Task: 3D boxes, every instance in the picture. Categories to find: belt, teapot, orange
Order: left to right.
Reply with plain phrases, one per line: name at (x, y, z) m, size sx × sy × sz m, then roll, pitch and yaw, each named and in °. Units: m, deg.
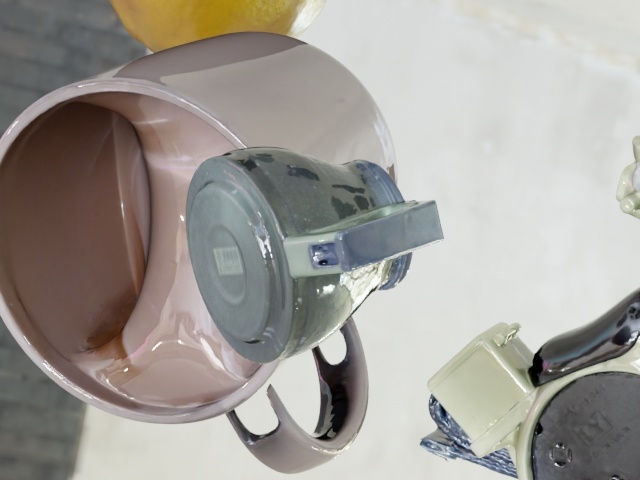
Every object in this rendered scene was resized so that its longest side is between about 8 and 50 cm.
orange at (-0.071, -0.180, 1.149) m, size 0.159 × 0.136 × 0.159 m, roll 20°, pitch -169°, yaw -4°
teapot at (0.000, 0.000, 0.536) m, size 0.057 × 0.066 × 0.088 m, roll -17°, pitch -174°, yaw -29°
belt at (0.223, 0.176, 1.726) m, size 0.218 × 0.122 × 0.128 m, roll 19°, pitch -168°, yaw 20°

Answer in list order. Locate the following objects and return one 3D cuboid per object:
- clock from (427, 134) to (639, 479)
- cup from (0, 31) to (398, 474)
clock at (0.286, 0.078, 1.400) m, size 0.276 × 0.379 × 0.120 m, roll 46°, pitch -158°, yaw 10°
cup at (-0.046, 0.006, 1.010) m, size 0.191 × 0.252 × 0.200 m, roll -29°, pitch -176°, yaw 28°
